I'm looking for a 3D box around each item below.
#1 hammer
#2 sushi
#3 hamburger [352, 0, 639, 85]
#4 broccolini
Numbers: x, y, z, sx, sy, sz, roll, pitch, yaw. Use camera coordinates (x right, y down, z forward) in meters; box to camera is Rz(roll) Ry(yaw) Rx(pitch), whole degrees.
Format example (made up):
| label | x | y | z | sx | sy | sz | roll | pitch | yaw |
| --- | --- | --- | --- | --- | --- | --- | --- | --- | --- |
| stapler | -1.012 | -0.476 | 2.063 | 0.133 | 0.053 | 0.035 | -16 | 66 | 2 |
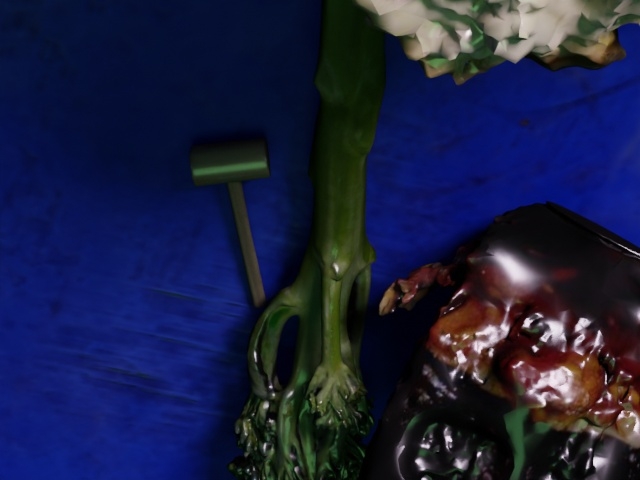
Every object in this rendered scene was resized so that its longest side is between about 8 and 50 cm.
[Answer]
| label | x | y | z | sx | sy | sz | roll | pitch | yaw |
| --- | --- | --- | --- | --- | --- | --- | --- | --- | --- |
| hammer | -0.036 | -0.004 | 0.862 | 0.036 | 0.019 | 0.110 | -7 | 135 | 2 |
| sushi | 0.100 | 0.064 | 0.838 | 0.172 | 0.153 | 0.150 | 13 | 106 | -61 |
| hamburger | 0.136 | -0.267 | 0.455 | 0.445 | 0.287 | 0.268 | -31 | 152 | 14 |
| broccolini | 0.006 | -0.001 | 0.822 | 0.079 | 0.074 | 0.392 | -27 | 143 | -27 |
